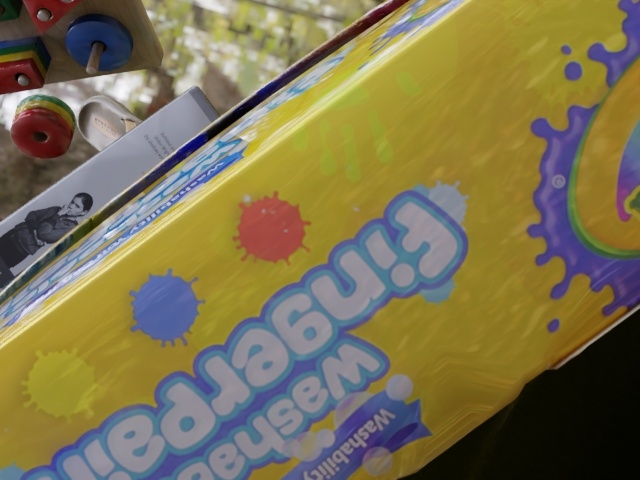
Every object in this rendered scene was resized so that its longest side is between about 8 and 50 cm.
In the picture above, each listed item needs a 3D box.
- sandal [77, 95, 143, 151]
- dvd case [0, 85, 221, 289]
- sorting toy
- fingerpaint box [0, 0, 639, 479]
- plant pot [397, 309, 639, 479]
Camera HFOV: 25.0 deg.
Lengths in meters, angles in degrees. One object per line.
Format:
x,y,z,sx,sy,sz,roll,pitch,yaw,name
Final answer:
-0.195,-0.098,1.491,0.049,0.180,0.072,-5,-60,-56,sandal
-0.151,0.007,1.238,0.239,0.179,0.029,-36,-1,-5,dvd case
-0.194,-0.157,0.977,0.274,0.132,0.046,69,-160,-45,sorting toy
0.000,0.000,0.772,0.445,0.163,0.371,-36,9,0,fingerpaint box
0.277,0.176,0.846,0.366,0.353,0.366,-38,22,19,plant pot
